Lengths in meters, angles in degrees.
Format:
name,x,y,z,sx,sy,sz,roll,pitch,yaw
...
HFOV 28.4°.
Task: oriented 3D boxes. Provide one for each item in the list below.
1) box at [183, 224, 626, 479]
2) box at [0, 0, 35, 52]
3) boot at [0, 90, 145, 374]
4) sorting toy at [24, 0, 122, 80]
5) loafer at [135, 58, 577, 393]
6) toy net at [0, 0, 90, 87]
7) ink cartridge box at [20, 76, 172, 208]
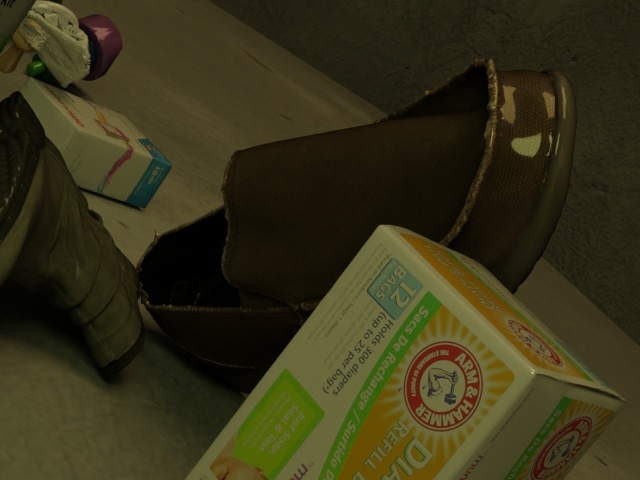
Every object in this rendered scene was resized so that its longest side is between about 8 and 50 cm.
name,x,y,z,sx,sy,sz,roll,pitch,yaw
box,0.029,0.111,0.610,0.114,0.203,0.103,45,14,35
box,-0.236,-0.081,0.644,0.038,0.186,0.145,39,11,14
boot,-0.151,0.015,0.726,0.161,0.083,0.246,56,6,-22
sorting toy,-0.378,-0.285,1.353,0.365,0.127,0.126,42,42,15
loafer,0.000,0.000,0.759,0.130,0.366,0.133,25,52,-27
toy net,-0.280,-0.202,1.106,0.232,0.045,0.122,17,-42,32
ink cartridge box,-0.202,-0.083,1.097,0.088,0.052,0.122,44,15,34
